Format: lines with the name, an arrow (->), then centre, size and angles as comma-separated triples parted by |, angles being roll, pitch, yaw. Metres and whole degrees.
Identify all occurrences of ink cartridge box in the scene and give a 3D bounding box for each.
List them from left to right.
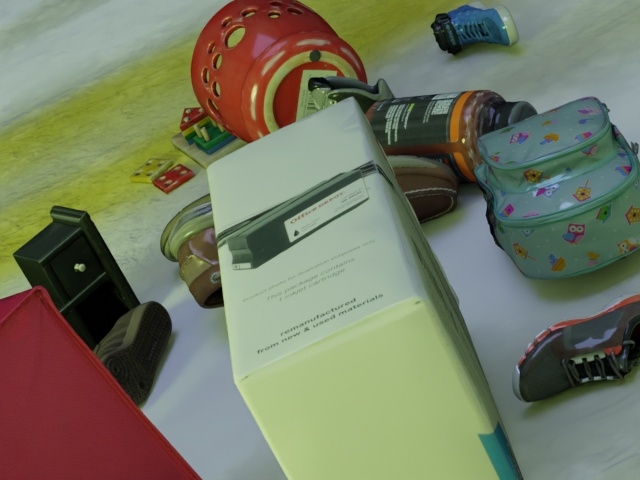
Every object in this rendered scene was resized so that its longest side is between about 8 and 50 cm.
ink cartridge box -> 0.040, 0.093, 1.523 | 0.166, 0.285, 0.395 | -24, 27, 6

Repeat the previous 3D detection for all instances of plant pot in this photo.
plant pot -> -0.049, -0.201, 2.213 | 0.191, 0.191, 0.174 | -31, 31, -9

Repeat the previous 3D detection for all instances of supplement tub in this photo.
supplement tub -> 0.148, -0.115, 1.983 | 0.198, 0.106, 0.106 | -1, 37, 38

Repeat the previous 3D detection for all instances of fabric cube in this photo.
fabric cube -> -0.312, 0.225, 1.572 | 0.258, 0.254, 0.259 | -17, 25, 52

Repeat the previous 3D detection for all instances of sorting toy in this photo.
sorting toy -> -0.139, -0.159, 2.369 | 0.274, 0.046, 0.132 | -33, 28, -12

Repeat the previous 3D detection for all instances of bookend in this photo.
bookend -> -0.302, 0.070, 1.996 | 0.156, 0.157, 0.072 | -42, 31, -28

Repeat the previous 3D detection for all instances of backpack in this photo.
backpack -> 0.243, -0.049, 1.752 | 0.166, 0.144, 0.188 | -19, 31, 3

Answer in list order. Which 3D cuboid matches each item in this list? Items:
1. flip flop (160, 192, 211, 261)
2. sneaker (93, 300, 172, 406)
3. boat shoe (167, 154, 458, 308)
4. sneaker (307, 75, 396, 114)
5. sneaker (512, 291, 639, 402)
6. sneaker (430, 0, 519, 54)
flip flop -> -0.068, -0.027, 2.035 | 0.277, 0.080, 0.112 | -23, -9, 23
sneaker -> -0.221, 0.141, 1.925 | 0.071, 0.066, 0.188 | -29, 17, 33
boat shoe -> 0.000, 0.000, 1.929 | 0.324, 0.123, 0.116 | -16, 62, 1
sneaker -> -0.009, -0.127, 2.109 | 0.229, 0.132, 0.086 | -28, 27, -3
sneaker -> 0.246, 0.101, 1.580 | 0.158, 0.061, 0.065 | -31, 34, -8
sneaker -> 0.192, -0.267, 2.254 | 0.085, 0.058, 0.152 | -25, 23, -9
